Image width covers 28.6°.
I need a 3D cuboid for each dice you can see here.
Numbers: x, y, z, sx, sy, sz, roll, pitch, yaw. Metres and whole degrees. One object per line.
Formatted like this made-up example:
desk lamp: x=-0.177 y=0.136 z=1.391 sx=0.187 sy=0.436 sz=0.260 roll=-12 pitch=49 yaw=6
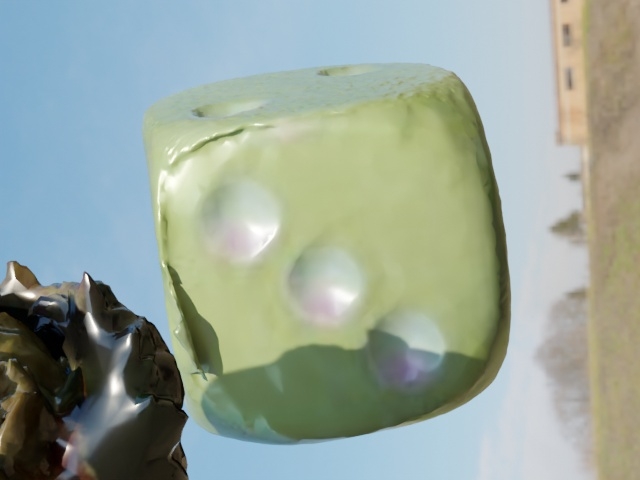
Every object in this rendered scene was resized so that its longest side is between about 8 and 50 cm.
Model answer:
dice: x=0.000 y=0.000 z=0.974 sx=0.254 sy=0.250 sz=0.252 roll=-122 pitch=23 yaw=-75

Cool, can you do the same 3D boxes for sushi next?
sushi: x=-0.179 y=0.122 z=0.618 sx=0.225 sy=0.219 sz=0.238 roll=-137 pitch=46 yaw=-60
